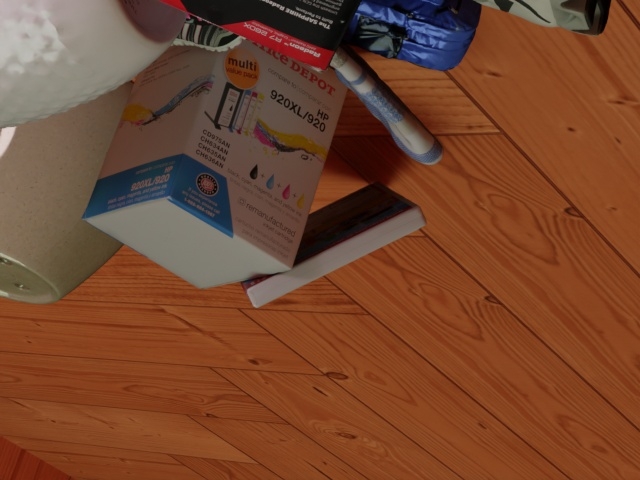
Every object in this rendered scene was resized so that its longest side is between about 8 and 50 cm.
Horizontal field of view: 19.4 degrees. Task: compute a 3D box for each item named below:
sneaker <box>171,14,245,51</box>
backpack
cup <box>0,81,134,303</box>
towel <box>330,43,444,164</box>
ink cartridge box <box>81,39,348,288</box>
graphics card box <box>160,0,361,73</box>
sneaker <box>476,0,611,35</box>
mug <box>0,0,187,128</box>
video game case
[{"bbox_3d":[-0.134,-0.234,1.895,0.170,0.063,0.075,5,162,43],"label":"sneaker"},{"bbox_3d":[0.088,-0.214,1.716,0.120,0.098,0.101,22,139,-5],"label":"backpack"},{"bbox_3d":[-0.355,-0.064,2.264,0.331,0.237,0.331,16,159,6],"label":"cup"},{"bbox_3d":[-0.005,-0.191,1.782,0.285,0.034,0.209,40,-172,-42],"label":"towel"},{"bbox_3d":[-0.107,-0.096,1.984,0.171,0.232,0.168,31,154,-30],"label":"ink cartridge box"},{"bbox_3d":[-0.033,-0.310,1.440,0.233,0.094,0.371,23,144,-4],"label":"graphics card box"},{"bbox_3d":[0.140,-0.267,1.503,0.146,0.122,0.330,8,157,19],"label":"sneaker"},{"bbox_3d":[-0.314,-0.279,1.701,0.328,0.276,0.374,-5,121,23],"label":"mug"},{"bbox_3d":[0.000,0.000,2.090,0.025,0.204,0.285,65,177,-9],"label":"video game case"}]
